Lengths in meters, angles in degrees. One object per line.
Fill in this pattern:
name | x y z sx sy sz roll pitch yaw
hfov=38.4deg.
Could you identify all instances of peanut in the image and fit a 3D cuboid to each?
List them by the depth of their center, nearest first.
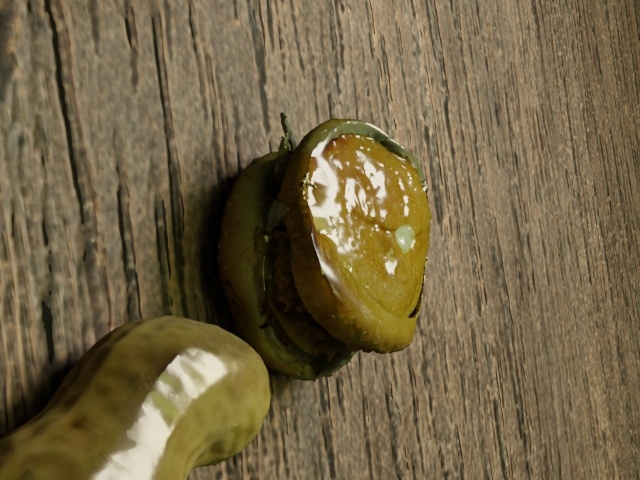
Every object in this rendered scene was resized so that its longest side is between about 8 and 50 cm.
peanut | -0.099 0.109 0.473 0.229 0.098 0.103 -47 161 -50

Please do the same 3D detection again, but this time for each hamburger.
hamburger | 0.000 0.000 0.650 0.177 0.113 0.186 -34 102 -49
